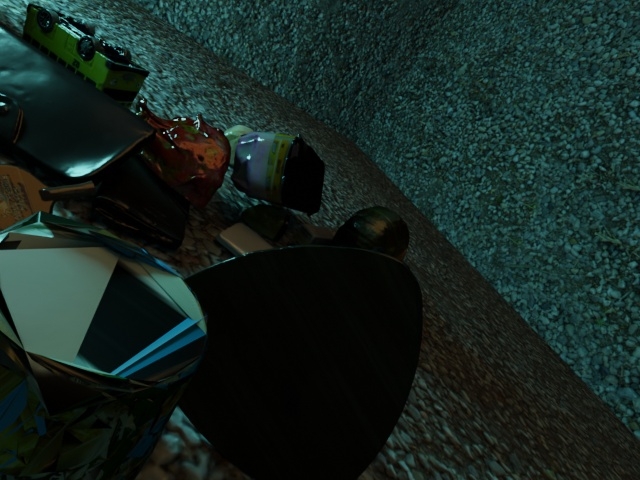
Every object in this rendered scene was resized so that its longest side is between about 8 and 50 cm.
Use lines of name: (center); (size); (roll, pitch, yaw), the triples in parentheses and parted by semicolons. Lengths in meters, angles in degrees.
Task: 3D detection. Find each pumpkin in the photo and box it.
pumpkin: (0.114, 0.020, 1.093); (0.159, 0.238, 0.238); (44, 20, 28)

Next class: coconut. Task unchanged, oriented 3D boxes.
coconut: (-0.250, -0.290, 1.308); (0.116, 0.116, 0.122); (34, 24, -13)

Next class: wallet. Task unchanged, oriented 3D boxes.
wallet: (-0.335, -0.103, 0.841); (0.172, 0.045, 0.318); (32, 18, -29)
wallet: (-0.491, -0.239, 0.728); (0.377, 0.051, 0.197); (34, 53, -1)
wallet: (-0.131, 0.033, 0.921); (0.183, 0.032, 0.124); (40, 19, 0)

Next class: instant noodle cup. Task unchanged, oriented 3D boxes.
instant noodle cup: (-0.219, 0.109, 0.375); (0.240, 0.178, 0.240); (34, 19, -13)

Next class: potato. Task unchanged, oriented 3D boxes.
potato: (-0.138, -0.058, 1.064); (0.103, 0.066, 0.096); (26, 19, -25)

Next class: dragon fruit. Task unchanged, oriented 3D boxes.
dragon fruit: (-0.298, -0.207, 0.887); (0.211, 0.134, 0.262); (25, 20, -40)

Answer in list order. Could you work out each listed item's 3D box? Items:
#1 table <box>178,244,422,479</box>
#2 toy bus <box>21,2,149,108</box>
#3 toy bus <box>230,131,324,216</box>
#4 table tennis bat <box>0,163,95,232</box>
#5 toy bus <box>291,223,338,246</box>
table: (-0.007, 0.110, 0.591); (0.317, 0.317, 0.249); (38, 12, -1)
toy bus: (-0.551, -0.416, 1.002); (0.262, 0.150, 0.128); (35, 20, 7)
toy bus: (-0.100, -0.161, 1.089); (0.162, 0.171, 0.386); (8, 1, 8)
table tennis bat: (-0.424, -0.042, 0.609); (0.169, 0.119, 0.108); (-20, 88, -45)
toy bus: (0.000, 0.000, 1.158); (0.064, 0.075, 0.190); (47, 22, 26)
